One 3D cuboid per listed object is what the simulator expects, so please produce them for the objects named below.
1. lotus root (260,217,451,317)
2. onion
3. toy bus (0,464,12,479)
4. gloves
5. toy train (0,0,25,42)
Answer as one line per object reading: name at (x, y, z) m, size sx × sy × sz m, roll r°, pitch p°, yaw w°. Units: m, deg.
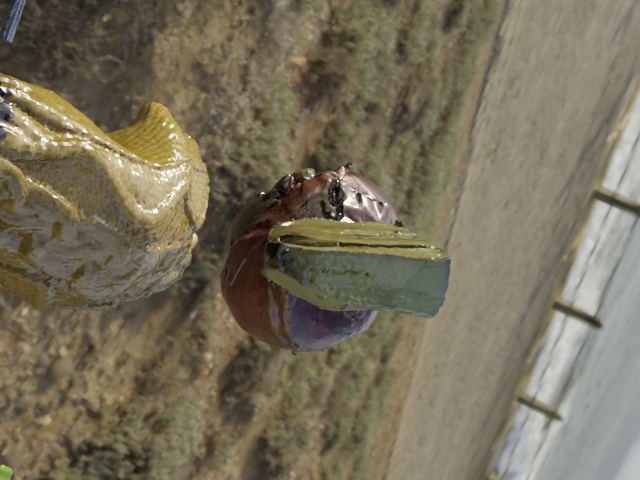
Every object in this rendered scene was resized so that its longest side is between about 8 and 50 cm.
lotus root at (0.022, 0.026, 0.795) m, size 0.143 × 0.144 × 0.070 m, roll -115°, pitch -150°, yaw -76°
onion at (0.001, 0.015, 1.240) m, size 0.281 × 0.221 × 0.280 m, roll -46°, pitch 149°, yaw -38°
toy bus at (-0.355, 0.152, 0.678) m, size 0.113 × 0.302 × 0.139 m, roll -61°, pitch 156°, yaw -19°
gloves at (-0.199, -0.024, 0.764) m, size 0.203 × 0.155 × 0.356 m, roll -21°, pitch 167°, yaw 20°
toy train at (-0.460, -0.339, 1.427) m, size 0.017 × 0.017 × 0.083 m, roll 31°, pitch 77°, yaw -75°
